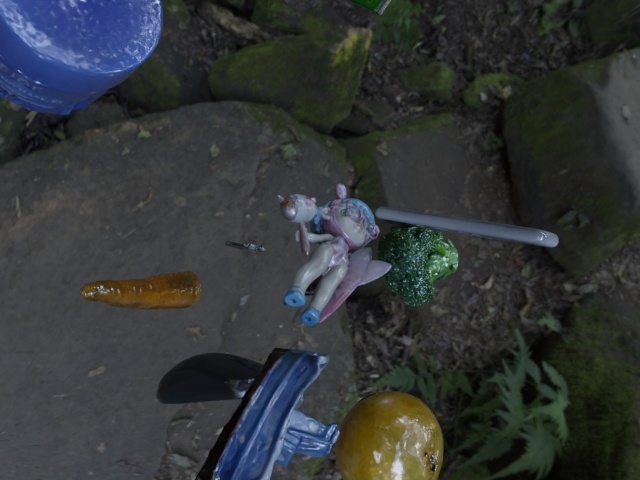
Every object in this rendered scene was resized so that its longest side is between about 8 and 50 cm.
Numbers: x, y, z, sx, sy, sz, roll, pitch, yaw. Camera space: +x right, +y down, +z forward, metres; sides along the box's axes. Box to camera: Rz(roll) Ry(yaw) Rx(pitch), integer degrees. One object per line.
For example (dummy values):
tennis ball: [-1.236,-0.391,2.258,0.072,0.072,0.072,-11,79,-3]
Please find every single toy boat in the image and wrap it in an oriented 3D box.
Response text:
toy boat: [-0.053,0.266,0.740,0.143,0.129,0.309,26,41,6]

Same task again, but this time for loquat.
loquat: [0.158,0.478,1.257,0.263,0.263,0.262,14,64,-30]

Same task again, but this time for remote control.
remote control: [0.196,-0.018,0.769,0.067,0.261,0.029,8,93,-50]

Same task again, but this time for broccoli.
broccoli: [0.189,0.047,1.077,0.157,0.195,0.195,8,66,-11]

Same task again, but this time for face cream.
face cream: [-0.404,-0.338,0.839,0.249,0.225,0.248,7,78,-38]

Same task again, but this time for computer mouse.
computer mouse: [-0.204,0.259,1.042,0.138,0.270,0.086,4,76,-60]

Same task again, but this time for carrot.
carrot: [-0.266,0.076,0.803,0.210,0.061,0.061,6,65,-62]

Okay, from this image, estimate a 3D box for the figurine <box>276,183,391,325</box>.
figurine: [-0.003,0.010,0.827,0.205,0.103,0.260,42,43,-12]

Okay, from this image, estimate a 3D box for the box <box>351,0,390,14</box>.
box: [-0.011,-0.224,0.290,0.235,0.132,0.034,6,46,-43]

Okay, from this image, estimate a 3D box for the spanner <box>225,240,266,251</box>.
spanner: [-0.181,0.013,1.284,0.054,0.254,0.015,15,85,-20]
